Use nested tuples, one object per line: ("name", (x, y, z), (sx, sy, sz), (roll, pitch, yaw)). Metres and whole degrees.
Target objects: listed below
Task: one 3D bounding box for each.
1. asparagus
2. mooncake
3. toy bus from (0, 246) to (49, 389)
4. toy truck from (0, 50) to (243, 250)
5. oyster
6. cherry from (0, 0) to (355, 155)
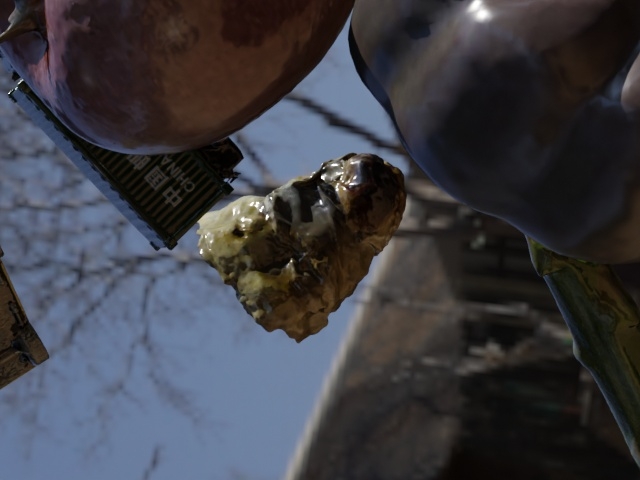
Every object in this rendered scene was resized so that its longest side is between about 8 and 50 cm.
("asparagus", (0.290, 0.105, 1.783), (0.343, 0.085, 0.082), (62, -162, -19))
("mooncake", (0.177, -0.141, 1.134), (0.154, 0.306, 0.306), (110, 179, -56))
("toy bus", (-0.384, 0.050, 1.810), (0.144, 0.152, 0.330), (-33, -27, -14))
("toy truck", (-0.181, -0.124, 1.566), (0.121, 0.259, 0.088), (-44, 9, -12))
("oyster", (-0.003, -0.014, 1.692), (0.233, 0.161, 0.107), (-30, -14, -39))
("cherry", (-0.101, -0.185, 1.261), (0.307, 0.261, 0.221), (-30, -49, -20))
